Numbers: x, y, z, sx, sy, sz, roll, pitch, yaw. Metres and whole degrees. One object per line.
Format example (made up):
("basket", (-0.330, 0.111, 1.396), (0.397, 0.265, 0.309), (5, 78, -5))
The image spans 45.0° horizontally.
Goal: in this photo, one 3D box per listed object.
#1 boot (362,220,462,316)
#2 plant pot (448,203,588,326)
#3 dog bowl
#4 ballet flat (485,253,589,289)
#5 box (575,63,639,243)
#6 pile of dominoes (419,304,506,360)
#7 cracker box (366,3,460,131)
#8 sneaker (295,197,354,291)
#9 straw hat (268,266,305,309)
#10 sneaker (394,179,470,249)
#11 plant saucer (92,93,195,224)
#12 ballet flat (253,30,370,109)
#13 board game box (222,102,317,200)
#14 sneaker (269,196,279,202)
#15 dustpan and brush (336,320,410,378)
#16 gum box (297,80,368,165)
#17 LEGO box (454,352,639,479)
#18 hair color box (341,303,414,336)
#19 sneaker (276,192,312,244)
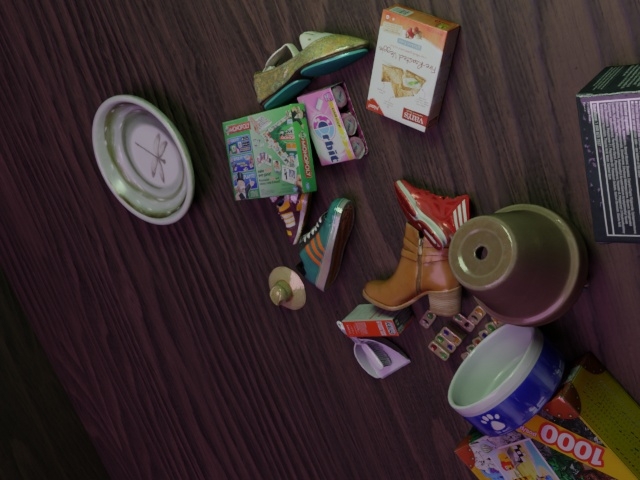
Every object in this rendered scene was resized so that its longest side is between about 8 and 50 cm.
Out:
("boot", (0.214, 0.061, 1.883), (0.283, 0.109, 0.220), (9, 116, 44))
("plant pot", (0.381, 0.037, 1.577), (0.263, 0.229, 0.263), (-10, 75, 38))
("dog bowl", (0.418, 0.309, 1.748), (0.104, 0.265, 0.265), (43, 135, -7))
("ballet flat", (0.468, 0.059, 1.698), (0.241, 0.091, 0.077), (6, 97, 32))
("box", (0.639, -0.155, 1.357), (0.294, 0.183, 0.296), (4, 119, 38))
("pile of dominoes", (0.357, 0.208, 1.900), (0.196, 0.040, 0.251), (40, 134, 13))
("cracker box", (0.195, -0.369, 1.661), (0.156, 0.067, 0.232), (27, 130, 24))
("sneaker", (0.000, 0.000, 2.010), (0.121, 0.108, 0.302), (29, 132, 16))
("straw hat", (-0.114, 0.151, 2.224), (0.145, 0.061, 0.144), (19, 126, 28))
("sneaker", (0.269, -0.080, 1.782), (0.221, 0.128, 0.087), (58, 171, 35))
("plant saucer", (-0.497, -0.244, 2.263), (0.401, 0.100, 0.400), (19, 125, 28))
("ballet flat", (-0.037, -0.418, 1.792), (0.349, 0.123, 0.123), (-22, 101, 44))
("board game box", (-0.134, -0.215, 1.947), (0.317, 0.046, 0.213), (-1, 99, 53))
("sneaker", (-0.111, -0.172, 2.025), (0.075, 0.063, 0.170), (41, 139, 3))
("dustpan and brush", (0.127, 0.291, 2.117), (0.211, 0.060, 0.147), (50, 135, 2))
("gum box", (0.031, -0.274, 1.851), (0.107, 0.062, 0.188), (-7, 111, 41))
("LEGO box", (0.628, 0.563, 1.791), (0.500, 0.193, 0.372), (48, 134, 5))
("hair color box", (0.151, 0.208, 2.026), (0.167, 0.093, 0.053), (-8, 111, 42))
("sneaker", (-0.076, -0.071, 2.039), (0.084, 0.069, 0.185), (20, 132, 6))
